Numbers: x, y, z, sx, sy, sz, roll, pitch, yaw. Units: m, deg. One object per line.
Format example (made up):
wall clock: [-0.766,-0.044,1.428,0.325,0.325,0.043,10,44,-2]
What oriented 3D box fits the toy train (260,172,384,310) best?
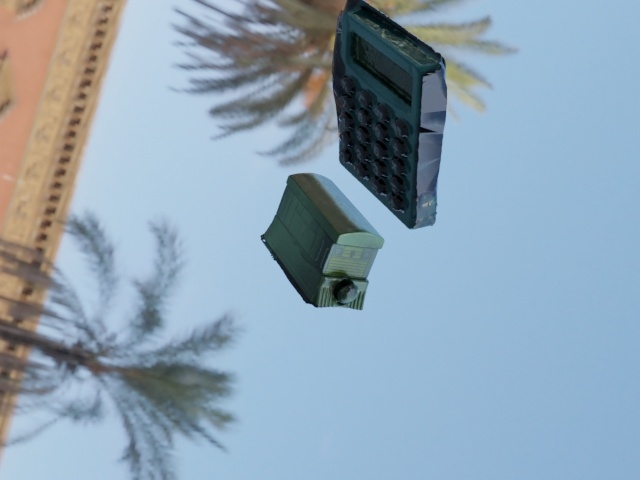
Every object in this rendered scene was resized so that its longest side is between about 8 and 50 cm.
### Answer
toy train: [0.000,0.000,0.697,0.093,0.038,0.056,51,-51,51]

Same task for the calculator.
calculator: [0.087,-0.172,1.634,0.248,0.058,0.274,49,-35,49]
